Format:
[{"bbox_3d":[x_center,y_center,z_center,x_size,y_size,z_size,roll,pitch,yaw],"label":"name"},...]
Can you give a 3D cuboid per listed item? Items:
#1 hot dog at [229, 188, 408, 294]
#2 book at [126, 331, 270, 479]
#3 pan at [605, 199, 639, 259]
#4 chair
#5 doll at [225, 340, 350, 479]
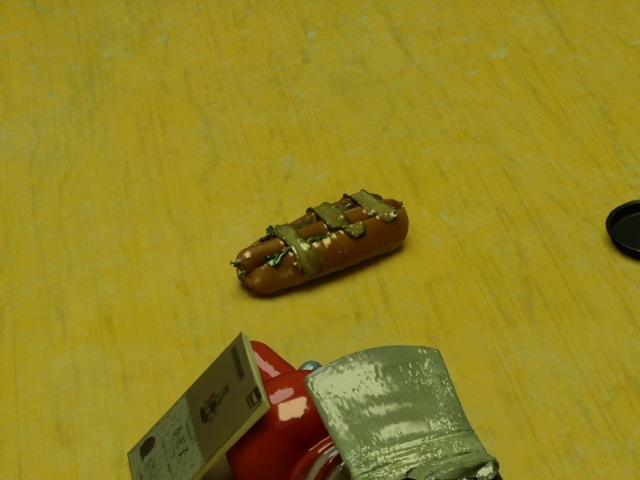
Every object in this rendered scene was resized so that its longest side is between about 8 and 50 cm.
[{"bbox_3d":[0.000,0.000,2.263,0.269,0.072,0.109,-21,34,-28],"label":"hot dog"},{"bbox_3d":[-0.133,0.204,1.872,0.199,0.016,0.138,-47,29,14],"label":"book"},{"bbox_3d":[0.484,-0.005,2.260,0.235,0.028,0.136,9,34,25],"label":"pan"},{"bbox_3d":[0.101,0.270,1.705,0.160,0.186,0.319,-14,37,-15],"label":"chair"},{"bbox_3d":[-0.027,0.206,1.874,0.161,0.130,0.290,-35,43,-19],"label":"doll"}]
